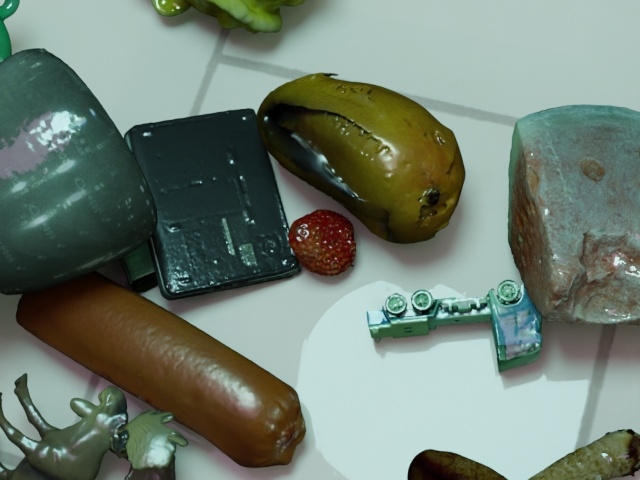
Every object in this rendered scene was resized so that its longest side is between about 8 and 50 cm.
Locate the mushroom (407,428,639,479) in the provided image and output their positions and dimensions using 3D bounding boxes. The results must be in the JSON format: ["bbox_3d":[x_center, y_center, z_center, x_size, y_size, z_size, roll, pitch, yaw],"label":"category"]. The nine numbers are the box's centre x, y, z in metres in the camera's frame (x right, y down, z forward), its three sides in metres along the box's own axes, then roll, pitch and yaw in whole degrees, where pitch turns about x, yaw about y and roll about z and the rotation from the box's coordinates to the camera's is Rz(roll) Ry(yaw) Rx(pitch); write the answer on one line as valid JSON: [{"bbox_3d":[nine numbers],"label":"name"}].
[{"bbox_3d":[0.211,0.236,1.024,0.227,0.148,0.217,43,62,10],"label":"mushroom"}]

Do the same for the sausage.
[{"bbox_3d":[-0.168,0.116,1.119,0.348,0.094,0.097,28,73,17],"label":"sausage"}]

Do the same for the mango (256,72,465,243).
[{"bbox_3d":[0.041,-0.091,1.144,0.248,0.156,0.151,28,53,31],"label":"mango"}]

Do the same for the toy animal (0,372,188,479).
[{"bbox_3d":[-0.243,0.211,1.085,0.186,0.094,0.214,41,107,1],"label":"toy animal"}]

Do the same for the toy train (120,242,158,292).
[{"bbox_3d":[-0.195,-0.016,1.202,0.071,0.038,0.148,-25,69,1],"label":"toy train"}]

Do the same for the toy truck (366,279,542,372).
[{"bbox_3d":[0.135,0.090,1.102,0.175,0.067,0.081,-6,70,5],"label":"toy truck"}]

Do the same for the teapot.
[{"bbox_3d":[-0.337,-0.053,1.039,0.285,0.305,0.223,-36,47,-15],"label":"teapot"}]

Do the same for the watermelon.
[{"bbox_3d":[0.301,0.013,1.053,0.318,0.148,0.226,32,55,16],"label":"watermelon"}]

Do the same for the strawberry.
[{"bbox_3d":[0.000,0.000,1.145,0.073,0.083,0.073,-5,77,21],"label":"strawberry"}]

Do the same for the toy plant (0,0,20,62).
[{"bbox_3d":[-0.442,-0.116,1.192,0.279,0.185,0.400,27,83,-6],"label":"toy plant"}]

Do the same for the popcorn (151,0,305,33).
[{"bbox_3d":[-0.095,-0.331,1.229,0.217,0.181,0.235,-42,65,-7],"label":"popcorn"}]

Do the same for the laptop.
[{"bbox_3d":[-0.119,-0.044,1.187,0.153,0.026,0.207,-10,67,-16],"label":"laptop"}]
